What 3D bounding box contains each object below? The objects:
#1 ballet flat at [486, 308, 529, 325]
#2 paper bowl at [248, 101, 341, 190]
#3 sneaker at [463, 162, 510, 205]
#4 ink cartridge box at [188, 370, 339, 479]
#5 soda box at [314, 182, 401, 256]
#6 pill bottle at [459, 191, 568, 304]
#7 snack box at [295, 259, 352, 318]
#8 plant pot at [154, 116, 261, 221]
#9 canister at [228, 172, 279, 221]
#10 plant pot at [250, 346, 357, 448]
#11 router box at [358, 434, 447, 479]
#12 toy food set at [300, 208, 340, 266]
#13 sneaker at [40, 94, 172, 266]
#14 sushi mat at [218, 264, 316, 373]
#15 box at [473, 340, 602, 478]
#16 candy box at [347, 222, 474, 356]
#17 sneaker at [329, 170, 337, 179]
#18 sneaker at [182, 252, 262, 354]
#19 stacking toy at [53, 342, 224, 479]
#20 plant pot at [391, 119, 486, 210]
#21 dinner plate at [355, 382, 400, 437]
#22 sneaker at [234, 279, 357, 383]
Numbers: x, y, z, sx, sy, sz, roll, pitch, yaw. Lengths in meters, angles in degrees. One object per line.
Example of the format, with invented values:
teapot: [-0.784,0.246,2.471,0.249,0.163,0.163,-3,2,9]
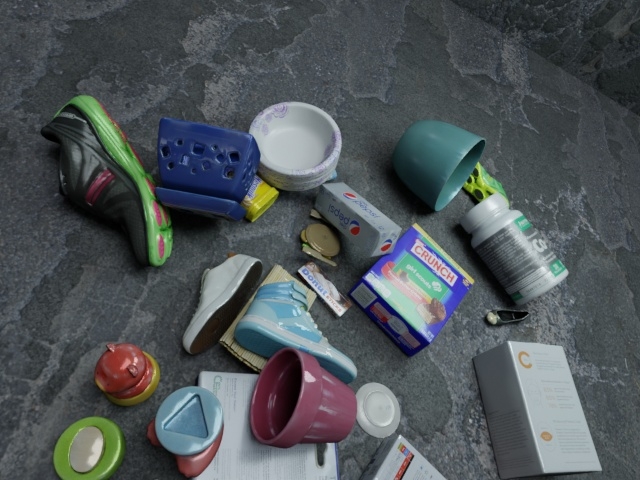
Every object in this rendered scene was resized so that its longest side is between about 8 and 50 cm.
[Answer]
ballet flat: [0.627,0.251,1.597,0.173,0.049,0.057,-2,61,-28]
paper bowl: [-0.083,-0.280,1.482,0.284,0.148,0.284,3,64,-6]
sneaker: [0.638,-0.217,1.879,0.123,0.109,0.296,-2,57,-54]
ink cartridge box: [-0.124,0.471,1.069,0.330,0.071,0.324,11,54,-22]
soda box: [0.106,-0.069,1.432,0.098,0.091,0.286,-9,39,-39]
pill bottle: [0.662,0.025,1.657,0.204,0.204,0.361,-25,74,-36]
snack box: [0.011,0.140,1.373,0.178,0.022,0.064,47,52,6]
plant pot: [-0.293,-0.171,1.243,0.235,0.236,0.212,9,87,-1]
canister: [-0.227,-0.153,1.404,0.170,0.073,0.126,40,52,3]
plant pot: [-0.027,0.358,1.039,0.180,0.201,0.201,28,50,-28]
router box: [0.193,0.685,1.086,0.301,0.082,0.335,44,51,4]
toy food set: [0.000,0.000,1.452,0.132,0.038,0.192,28,41,-15]
sneaker: [-0.533,-0.128,1.201,0.202,0.185,0.483,-32,81,-6]
sushi mat: [-0.124,0.198,1.232,0.151,0.019,0.316,37,40,-3]
box: [0.610,0.486,1.366,0.215,0.168,0.345,9,58,-21]
candy box: [0.283,0.142,1.446,0.268,0.122,0.317,44,50,6]
sneaker: [0.002,-0.265,1.610,0.073,0.063,0.162,-2,58,-54]
sneaker: [-0.269,0.151,1.197,0.123,0.106,0.290,18,54,23]
stacking toy: [-0.362,0.367,0.929,0.309,0.130,0.279,29,57,9]
plant pot: [0.397,-0.287,1.681,0.235,0.293,0.293,37,49,21]
dinner plate: [0.153,0.447,1.258,0.141,0.017,0.141,14,56,-21]
sneaker: [-0.036,0.211,1.176,0.319,0.127,0.208,31,41,-13]
